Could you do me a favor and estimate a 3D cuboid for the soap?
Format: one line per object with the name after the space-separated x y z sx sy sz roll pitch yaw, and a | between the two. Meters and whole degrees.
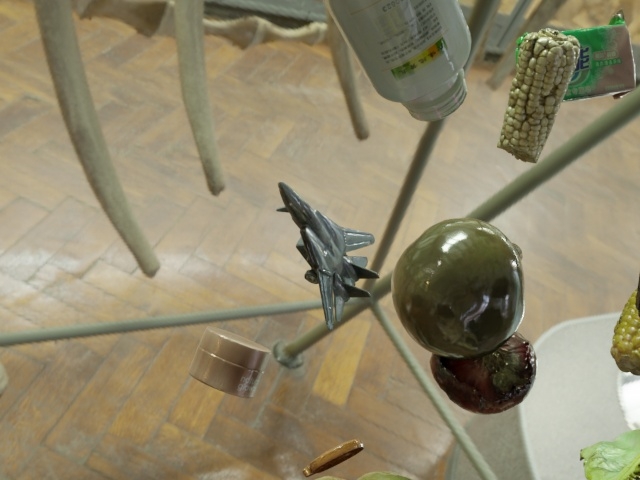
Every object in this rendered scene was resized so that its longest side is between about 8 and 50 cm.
0.580 -0.403 1.701 0.274 0.098 0.217 -10 90 -16 | soap

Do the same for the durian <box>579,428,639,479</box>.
0.645 0.474 1.521 0.163 0.198 0.394 65 9 6 | durian

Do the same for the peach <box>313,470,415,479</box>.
0.064 0.477 1.113 0.292 0.292 0.247 -5 90 -38 | peach

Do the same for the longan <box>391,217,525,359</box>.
0.332 0.109 1.756 0.361 0.360 0.360 19 36 -14 | longan

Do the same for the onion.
0.420 0.337 1.928 0.272 0.195 0.272 -6 44 6 | onion

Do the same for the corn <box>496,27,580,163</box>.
0.318 -0.209 1.109 0.087 0.210 0.087 10 27 -5 | corn

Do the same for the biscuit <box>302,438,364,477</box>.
0.014 0.253 0.869 0.078 0.091 0.015 -26 70 -5 | biscuit

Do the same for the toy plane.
-0.009 0.001 1.245 0.267 0.088 0.212 49 51 -29 | toy plane

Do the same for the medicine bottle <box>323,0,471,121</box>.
0.134 -0.335 1.185 0.324 0.179 0.124 51 9 -43 | medicine bottle

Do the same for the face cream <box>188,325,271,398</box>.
-0.189 0.254 1.556 0.149 0.104 0.149 22 -4 2 | face cream

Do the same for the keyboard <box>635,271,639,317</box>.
0.351 -0.014 0.700 0.106 0.262 0.016 -26 48 -4 | keyboard

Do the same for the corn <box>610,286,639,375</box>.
0.454 0.052 0.918 0.101 0.101 0.292 40 72 16 | corn
